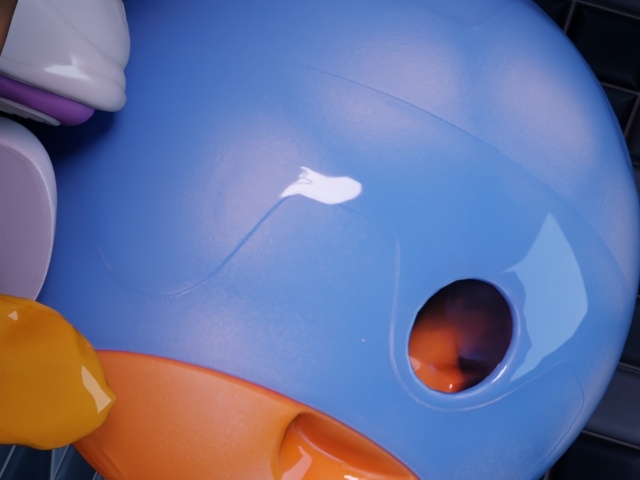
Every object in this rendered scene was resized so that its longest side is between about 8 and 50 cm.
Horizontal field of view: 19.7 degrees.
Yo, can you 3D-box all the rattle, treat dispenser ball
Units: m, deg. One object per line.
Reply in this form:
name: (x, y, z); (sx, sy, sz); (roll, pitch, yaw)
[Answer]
rattle: (-0.152, 0.031, 0.593); (0.130, 0.143, 0.199); (-53, 175, -20)
treat dispenser ball: (0.000, 0.000, 0.832); (0.288, 0.288, 0.288); (17, 90, -86)

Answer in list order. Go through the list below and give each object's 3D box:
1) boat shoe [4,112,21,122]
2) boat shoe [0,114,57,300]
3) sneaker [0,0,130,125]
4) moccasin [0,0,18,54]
boat shoe: (-0.109, -0.081, 0.969); (0.092, 0.103, 0.285); (-136, -112, -89)
boat shoe: (-0.160, 0.025, 0.759); (0.076, 0.080, 0.228); (-85, -165, -51)
sneaker: (-0.110, -0.126, 0.618); (0.305, 0.114, 0.152); (69, 39, -84)
moccasin: (-0.093, -0.146, 0.401); (0.147, 0.139, 0.380); (-21, -132, 66)
